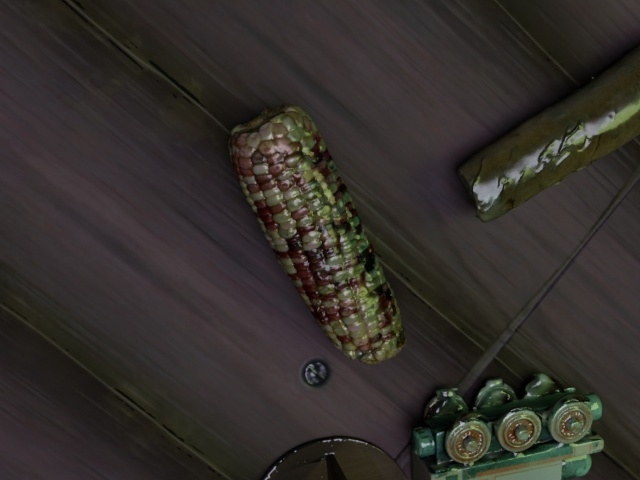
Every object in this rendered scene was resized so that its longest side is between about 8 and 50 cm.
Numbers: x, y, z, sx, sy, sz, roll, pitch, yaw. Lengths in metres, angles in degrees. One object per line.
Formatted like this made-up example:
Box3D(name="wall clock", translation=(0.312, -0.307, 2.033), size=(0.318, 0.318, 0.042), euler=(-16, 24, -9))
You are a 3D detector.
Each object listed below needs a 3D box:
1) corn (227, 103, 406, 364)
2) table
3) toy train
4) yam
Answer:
Box3D(name="corn", translation=(0.000, 0.000, 0.929), size=(0.086, 0.086, 0.253), euler=(-29, 106, -5))
Box3D(name="table", translation=(0.032, 0.288, 0.908), size=(0.167, 0.226, 0.167), euler=(-2, 99, -10))
Box3D(name="toy train", translation=(0.181, 0.201, 1.004), size=(0.194, 0.081, 0.125), euler=(-8, 111, -12))
Box3D(name="yam", translation=(0.266, -0.121, 0.968), size=(0.317, 0.067, 0.071), euler=(-31, 117, -3))
